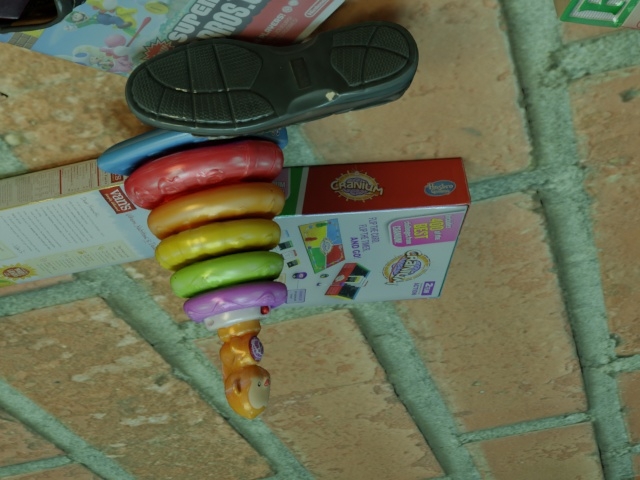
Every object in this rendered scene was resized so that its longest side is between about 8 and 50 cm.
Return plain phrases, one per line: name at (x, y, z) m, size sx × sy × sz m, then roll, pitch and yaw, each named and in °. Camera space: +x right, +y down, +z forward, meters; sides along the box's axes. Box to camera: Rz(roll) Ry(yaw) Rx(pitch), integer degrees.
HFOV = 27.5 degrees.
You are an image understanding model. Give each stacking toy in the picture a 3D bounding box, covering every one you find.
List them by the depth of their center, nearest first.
stacking toy at (-0.096, 0.030, 1.312) m, size 0.166 × 0.301 × 0.175 m, roll -16°, pitch 171°, yaw 20°

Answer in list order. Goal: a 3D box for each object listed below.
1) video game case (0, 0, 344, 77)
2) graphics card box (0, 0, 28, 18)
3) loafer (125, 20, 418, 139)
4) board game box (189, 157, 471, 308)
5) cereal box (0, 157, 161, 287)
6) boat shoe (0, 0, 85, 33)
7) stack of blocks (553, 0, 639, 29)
video game case at (-0.145, -0.211, 1.163) m, size 0.285 × 0.025 × 0.204 m, roll 13°, pitch 146°, yaw -32°
graphics card box at (-0.231, -0.275, 0.776) m, size 0.233 × 0.094 × 0.371 m, roll -1°, pitch 153°, yaw -36°
loafer at (-0.042, -0.134, 1.209) m, size 0.268 × 0.096 × 0.084 m, roll -9°, pitch 158°, yaw -1°
board game box at (0.000, 0.000, 1.546) m, size 0.317 × 0.064 × 0.242 m, roll -3°, pitch 152°, yaw -7°
cereal box at (-0.295, -0.018, 1.464) m, size 0.240 × 0.047 × 0.173 m, roll -12°, pitch 152°, yaw 8°
boat shoe at (-0.296, -0.203, 1.060) m, size 0.233 × 0.079 × 0.084 m, roll -1°, pitch 141°, yaw 18°
stack of blocks at (0.215, -0.272, 0.840) m, size 0.171 × 0.297 × 0.087 m, roll 2°, pitch 148°, yaw -18°
